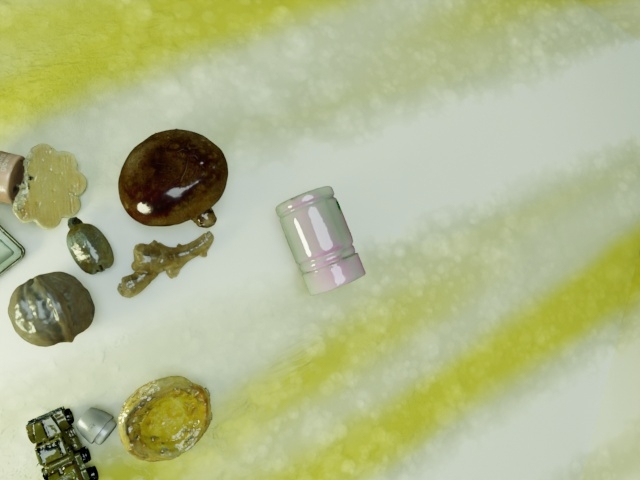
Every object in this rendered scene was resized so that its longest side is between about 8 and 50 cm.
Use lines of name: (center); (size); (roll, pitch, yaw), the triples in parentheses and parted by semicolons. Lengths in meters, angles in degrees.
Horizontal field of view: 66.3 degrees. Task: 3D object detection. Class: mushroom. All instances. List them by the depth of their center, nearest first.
mushroom: (-0.462, -0.204, 1.545); (0.345, 0.239, 0.345); (15, 54, -21)

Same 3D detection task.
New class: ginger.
ginger: (-0.496, 0.060, 1.567); (0.334, 0.081, 0.147); (-23, 89, -24)

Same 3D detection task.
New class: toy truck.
toy truck: (-0.747, 0.618, 1.402); (0.127, 0.127, 0.257); (-22, 86, -16)

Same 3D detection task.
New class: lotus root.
lotus root: (-0.716, 0.013, 1.506); (0.113, 0.088, 0.192); (-30, 92, -11)

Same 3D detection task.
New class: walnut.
walnut: (-0.773, 0.200, 1.412); (0.224, 0.224, 0.224); (2, 83, -16)

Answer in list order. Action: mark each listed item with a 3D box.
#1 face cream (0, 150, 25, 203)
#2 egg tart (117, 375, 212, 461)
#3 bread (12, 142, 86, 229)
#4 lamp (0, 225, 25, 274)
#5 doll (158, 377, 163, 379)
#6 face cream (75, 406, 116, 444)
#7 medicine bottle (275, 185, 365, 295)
face cream: (-0.940, -0.188, 1.432); (0.104, 0.149, 0.149); (12, 80, -14)
egg tart: (-0.471, 0.528, 1.491); (0.291, 0.107, 0.290); (-7, 103, -34)
bread: (-0.816, -0.157, 1.490); (0.182, 0.039, 0.250); (19, 77, -47)
lamp: (-1.045, 0.029, 1.391); (0.269, 0.047, 0.266); (-44, 113, -17)
doll: (-0.514, 0.494, 1.533); (0.037, 0.027, 0.125); (19, 78, -21)
face cream: (-0.664, 0.549, 1.451); (0.095, 0.091, 0.091); (36, 75, -2)
medicine bottle: (0.000, 0.000, 1.649); (0.212, 0.212, 0.325); (-22, 88, -18)
